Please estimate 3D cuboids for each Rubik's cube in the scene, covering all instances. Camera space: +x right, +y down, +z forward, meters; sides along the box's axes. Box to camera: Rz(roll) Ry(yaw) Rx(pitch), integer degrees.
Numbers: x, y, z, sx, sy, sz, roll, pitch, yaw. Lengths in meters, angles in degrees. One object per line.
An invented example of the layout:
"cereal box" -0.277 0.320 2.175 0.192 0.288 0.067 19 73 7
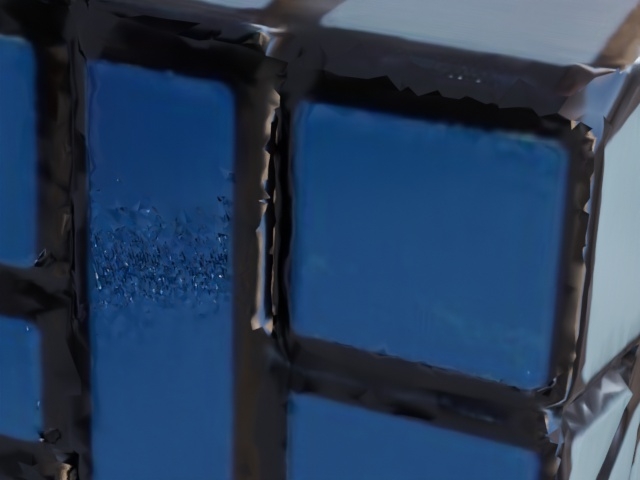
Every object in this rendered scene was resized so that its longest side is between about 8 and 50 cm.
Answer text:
"Rubik's cube" 0.000 0.000 0.665 0.293 0.283 0.288 -47 143 -60
